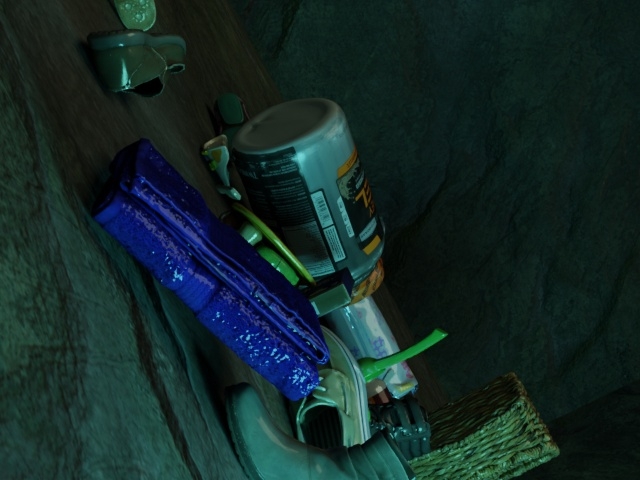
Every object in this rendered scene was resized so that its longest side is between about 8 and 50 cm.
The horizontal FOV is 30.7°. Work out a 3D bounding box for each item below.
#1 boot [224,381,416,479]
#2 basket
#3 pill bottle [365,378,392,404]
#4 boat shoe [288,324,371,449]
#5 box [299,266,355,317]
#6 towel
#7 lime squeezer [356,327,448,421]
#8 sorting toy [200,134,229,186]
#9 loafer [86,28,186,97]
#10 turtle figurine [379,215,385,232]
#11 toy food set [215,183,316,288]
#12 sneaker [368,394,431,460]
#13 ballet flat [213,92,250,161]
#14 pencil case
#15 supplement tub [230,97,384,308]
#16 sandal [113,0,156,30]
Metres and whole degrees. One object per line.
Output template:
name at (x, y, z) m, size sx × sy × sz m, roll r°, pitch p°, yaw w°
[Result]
boot at (0.010, 0.239, 1.269) m, size 0.246 × 0.161 × 0.083 m, roll 63°, pitch 6°, yaw -2°
basket at (0.321, 0.444, 2.329) m, size 0.223 × 0.299 × 0.213 m, roll 61°, pitch 7°, yaw -12°
pill bottle at (0.091, 0.299, 2.042) m, size 0.152 × 0.086 × 0.086 m, roll 62°, pitch 6°, yaw 1°
boat shoe at (0.010, 0.231, 1.587) m, size 0.094 × 0.109 × 0.302 m, roll 49°, pitch 17°, yaw -51°
box at (-0.015, 0.093, 1.799) m, size 0.036 × 0.136 × 0.225 m, roll 63°, pitch 6°, yaw -3°
towel at (-0.110, 0.020, 1.279) m, size 0.308 × 0.076 × 0.228 m, roll 45°, pitch 12°, yaw -17°
lime squeezer at (0.078, 0.240, 1.677) m, size 0.110 × 0.310 × 0.059 m, roll 26°, pitch 16°, yaw 13°
sorting toy at (-0.166, -0.128, 1.943) m, size 0.083 × 0.045 × 0.075 m, roll -105°, pitch 175°, yaw -71°
loafer at (-0.248, -0.236, 1.577) m, size 0.251 × 0.094 × 0.087 m, roll -27°, pitch 114°, yaw -75°
turtle figurine at (0.000, 0.000, 2.250) m, size 0.175 × 0.234 × 0.118 m, roll 111°, pitch -20°, yaw -45°
toy food set at (-0.101, 0.015, 1.726) m, size 0.218 × 0.071 × 0.128 m, roll 48°, pitch -9°, yaw -22°
sneaker at (0.081, 0.271, 1.796) m, size 0.296 × 0.147 × 0.105 m, roll 53°, pitch 13°, yaw -52°
ballet flat at (-0.157, -0.193, 2.182) m, size 0.221 × 0.077 × 0.079 m, roll -110°, pitch -170°, yaw -51°
pencil case at (0.085, 0.197, 2.295) m, size 0.273 × 0.113 × 0.124 m, roll 64°, pitch 20°, yaw 6°
supplement tub at (-0.011, -0.059, 2.029) m, size 0.207 × 0.207 × 0.338 m, roll -106°, pitch 176°, yaw -61°
sandal at (-0.312, -0.425, 1.762) m, size 0.079 × 0.088 × 0.240 m, roll -118°, pitch -177°, yaw -67°
